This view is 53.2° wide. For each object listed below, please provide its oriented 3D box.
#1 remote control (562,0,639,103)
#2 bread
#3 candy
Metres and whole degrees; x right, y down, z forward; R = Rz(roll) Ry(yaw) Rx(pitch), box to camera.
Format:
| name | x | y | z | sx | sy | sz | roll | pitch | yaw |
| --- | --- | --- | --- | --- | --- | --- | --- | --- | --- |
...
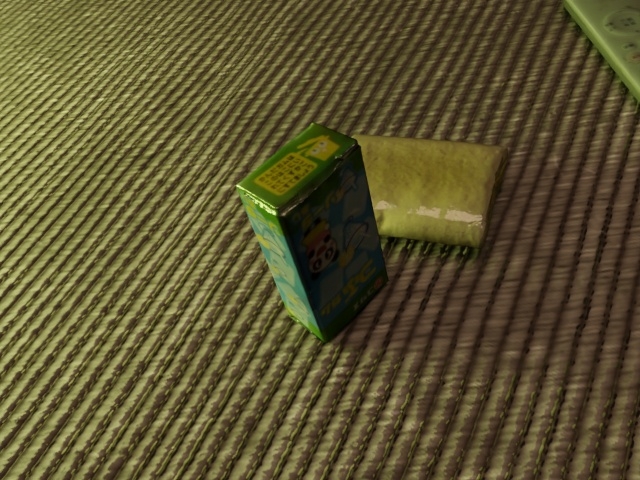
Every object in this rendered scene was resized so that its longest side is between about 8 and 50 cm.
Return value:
| name | x | y | z | sx | sy | sz | roll | pitch | yaw |
| --- | --- | --- | --- | --- | --- | --- | --- | --- | --- |
| remote control | 0.394 | -0.249 | 0.805 | 0.090 | 0.038 | 0.310 | -12 | 49 | 3 |
| bread | 0.101 | -0.055 | 0.692 | 0.178 | 0.060 | 0.139 | 10 | 52 | 21 |
| candy | 0.000 | 0.000 | 0.578 | 0.062 | 0.194 | 0.097 | 31 | 63 | 34 |
